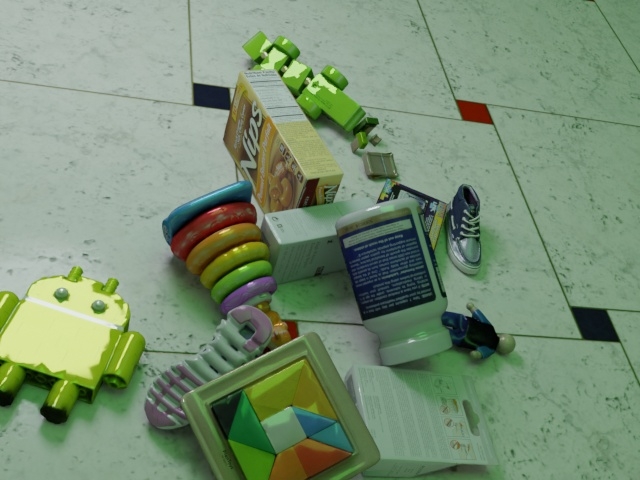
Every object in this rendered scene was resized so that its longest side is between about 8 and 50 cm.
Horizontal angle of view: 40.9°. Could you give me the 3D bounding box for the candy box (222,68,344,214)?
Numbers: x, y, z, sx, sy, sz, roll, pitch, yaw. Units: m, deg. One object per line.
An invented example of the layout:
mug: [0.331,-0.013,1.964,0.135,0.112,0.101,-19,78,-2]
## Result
candy box: [-0.081,-0.165,1.669,0.088,0.182,0.316,-10,51,-30]

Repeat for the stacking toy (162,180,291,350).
stacking toy: [-0.134,0.067,1.463,0.166,0.175,0.301,-26,75,-16]

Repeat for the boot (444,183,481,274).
boot: [0.296,-0.026,1.743,0.069,0.086,0.190,5,45,-16]

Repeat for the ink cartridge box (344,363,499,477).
ink cartridge box: [0.161,0.296,1.402,0.225,0.056,0.181,9,44,-21]

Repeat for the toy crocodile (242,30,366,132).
toy crocodile: [-0.044,-0.360,1.945,0.341,0.105,0.115,36,87,14]

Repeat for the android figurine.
android figurine: [-0.398,0.149,1.330,0.248,0.056,0.272,20,45,-1]

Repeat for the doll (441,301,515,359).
doll: [0.269,0.165,1.571,0.189,0.046,0.129,16,44,-4]

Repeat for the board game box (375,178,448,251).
board game box: [0.173,-0.036,1.736,0.141,0.048,0.170,24,43,1]

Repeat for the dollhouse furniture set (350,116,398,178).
dollhouse furniture set: [0.111,-0.193,1.887,0.076,0.058,0.151,0,66,-31]

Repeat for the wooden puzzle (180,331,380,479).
wooden puzzle: [-0.054,0.274,1.255,0.239,0.044,0.220,-24,80,-21]

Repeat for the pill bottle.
pill bottle: [0.130,0.071,1.470,0.153,0.153,0.264,-13,84,-30]

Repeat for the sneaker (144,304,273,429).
sneaker: [-0.167,0.210,1.334,0.095,0.104,0.236,42,69,16]

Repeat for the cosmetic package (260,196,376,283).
cosmetic package: [0.000,0.000,1.585,0.231,0.117,0.085,-10,52,-27]
